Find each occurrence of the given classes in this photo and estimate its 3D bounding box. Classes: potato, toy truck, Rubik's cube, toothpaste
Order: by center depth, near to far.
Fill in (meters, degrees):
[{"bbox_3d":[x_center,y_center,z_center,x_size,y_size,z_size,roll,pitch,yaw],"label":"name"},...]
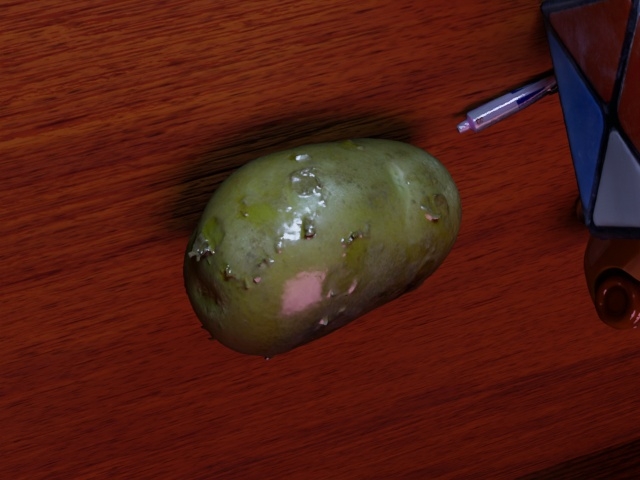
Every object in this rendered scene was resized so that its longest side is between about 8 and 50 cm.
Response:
[{"bbox_3d":[0.458,-0.175,1.855,0.310,0.305,0.307,-14,-175,-15],"label":"Rubik's cube"},{"bbox_3d":[0.009,-0.009,1.995,0.359,0.219,0.270,-24,166,-19],"label":"potato"},{"bbox_3d":[0.247,-0.175,2.095,0.170,0.028,0.045,-26,162,-5],"label":"toothpaste"},{"bbox_3d":[0.507,-0.004,2.452,0.204,0.212,0.288,2,141,-43],"label":"toy truck"}]
